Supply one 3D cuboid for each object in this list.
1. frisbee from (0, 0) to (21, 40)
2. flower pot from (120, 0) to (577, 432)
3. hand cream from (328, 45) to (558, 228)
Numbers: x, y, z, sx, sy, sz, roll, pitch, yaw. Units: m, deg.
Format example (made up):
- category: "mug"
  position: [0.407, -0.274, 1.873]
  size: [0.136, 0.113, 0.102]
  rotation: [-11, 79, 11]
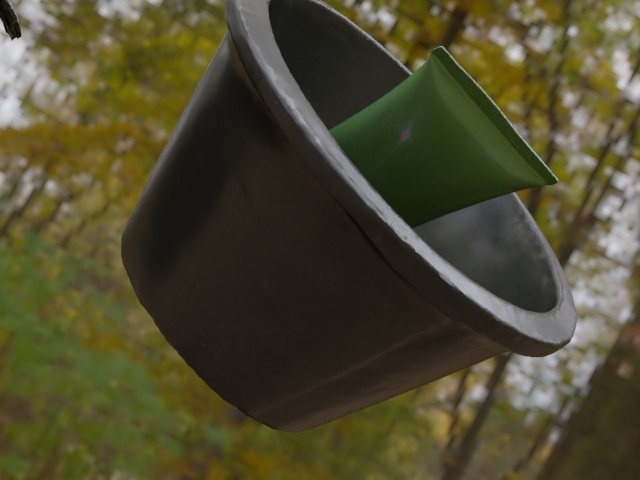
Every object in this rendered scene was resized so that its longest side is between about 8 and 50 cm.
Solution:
- category: "frisbee"
  position: [-0.183, -0.190, 0.958]
  size: [0.211, 0.012, 0.187]
  rotation: [23, -48, 66]
- category: "flower pot"
  position: [0.000, 0.000, 1.069]
  size: [0.269, 0.166, 0.269]
  rotation: [40, 20, -18]
- category: "hand cream"
  position: [0.049, -0.044, 1.045]
  size: [0.095, 0.046, 0.175]
  rotation: [49, -35, -10]
